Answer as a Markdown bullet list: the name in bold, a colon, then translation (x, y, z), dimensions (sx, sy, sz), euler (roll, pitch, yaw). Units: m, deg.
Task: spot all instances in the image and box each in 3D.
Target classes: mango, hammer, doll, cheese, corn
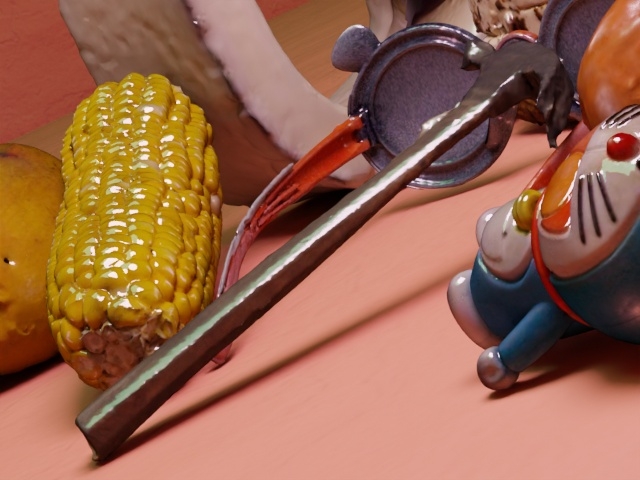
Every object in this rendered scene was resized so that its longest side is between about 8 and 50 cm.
- **mango**: translation (-0.200, 0.012, 1.165), dimensions (0.156, 0.151, 0.248), euler (17, 9, 10)
- **hammer**: translation (0.000, 0.001, 0.864), dimensions (0.297, 0.027, 0.125), euler (-39, 25, -11)
- **doll**: translation (0.110, 0.000, 0.672), dimensions (0.152, 0.085, 0.114), euler (-23, 37, 57)
- **cheese**: translation (-0.023, -0.194, 1.229), dimensions (0.292, 0.332, 0.153), euler (-44, 21, -31)
- **corn**: translation (-0.104, -0.002, 1.023), dimensions (0.102, 0.102, 0.313), euler (-22, 27, 9)

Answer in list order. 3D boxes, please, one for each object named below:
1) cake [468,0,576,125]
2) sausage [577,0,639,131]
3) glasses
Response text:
- **cake**: translation (0.231, -0.164, 1.164), dimensions (0.246, 0.112, 0.135), euler (-22, 13, -15)
- **sausage**: translation (0.219, -0.094, 0.777), dimensions (0.258, 0.133, 0.133), euler (-26, 11, -23)
- **glasses**: translation (0.061, -0.054, 0.955), dimensions (0.234, 0.118, 0.268), euler (-12, 16, 35)
